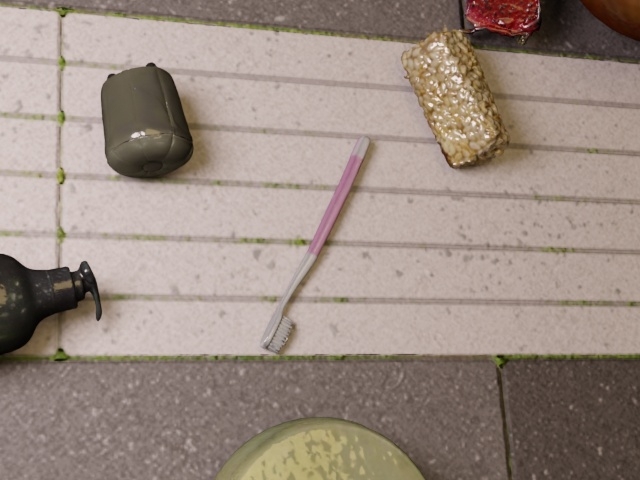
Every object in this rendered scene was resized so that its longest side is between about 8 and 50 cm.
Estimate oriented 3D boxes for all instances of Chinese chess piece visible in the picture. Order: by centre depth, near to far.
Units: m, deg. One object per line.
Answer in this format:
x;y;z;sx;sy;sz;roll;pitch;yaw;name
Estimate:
0.000;0.303;1.104;0.250;0.101;0.250;5;72;-16;Chinese chess piece

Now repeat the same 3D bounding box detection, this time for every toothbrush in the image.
0.000;0.000;1.244;0.025;0.020;0.286;32;67;-16;toothbrush

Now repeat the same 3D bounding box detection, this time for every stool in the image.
-0.189;-0.127;1.183;0.096;0.096;0.110;-7;72;-20;stool

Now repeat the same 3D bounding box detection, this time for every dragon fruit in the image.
0.229;-0.327;1.390;0.102;0.096;0.147;7;102;-5;dragon fruit

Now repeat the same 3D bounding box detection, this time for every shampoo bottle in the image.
-0.355;0.071;1.063;0.284;0.101;0.101;-13;78;-21;shampoo bottle

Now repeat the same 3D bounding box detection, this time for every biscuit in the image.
0.163;-0.169;1.321;0.070;0.082;0.168;-13;76;-47;biscuit

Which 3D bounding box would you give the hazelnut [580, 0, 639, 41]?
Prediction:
0.442;-0.411;1.347;0.315;0.372;0.372;12;65;26;hazelnut
